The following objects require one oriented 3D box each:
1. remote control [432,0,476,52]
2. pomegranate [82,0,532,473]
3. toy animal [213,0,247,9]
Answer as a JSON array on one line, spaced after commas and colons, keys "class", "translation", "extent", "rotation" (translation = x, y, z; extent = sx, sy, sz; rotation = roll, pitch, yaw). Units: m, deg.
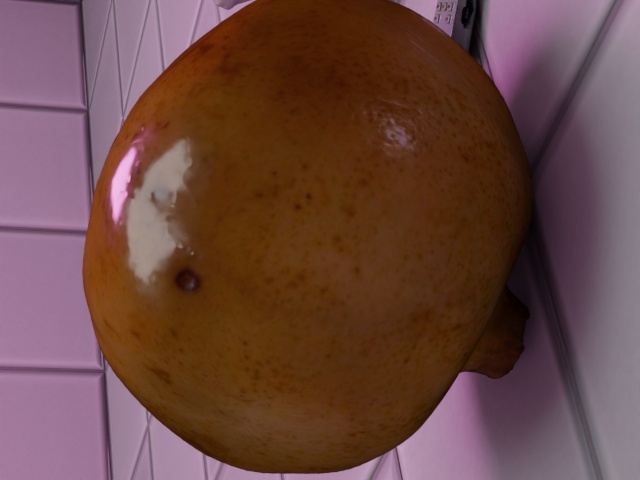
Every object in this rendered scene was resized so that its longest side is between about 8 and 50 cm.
[{"class": "remote control", "translation": [0.132, -0.233, 1.554], "extent": [0.065, 0.029, 0.166], "rotation": [-150, 69, -74]}, {"class": "pomegranate", "translation": [0.000, 0.000, 1.387], "extent": [0.416, 0.417, 0.416], "rotation": [-177, 90, -74]}, {"class": "toy animal", "translation": [-0.043, -0.380, 1.885], "extent": [0.258, 0.194, 0.357], "rotation": [-45, 31, 9]}]
